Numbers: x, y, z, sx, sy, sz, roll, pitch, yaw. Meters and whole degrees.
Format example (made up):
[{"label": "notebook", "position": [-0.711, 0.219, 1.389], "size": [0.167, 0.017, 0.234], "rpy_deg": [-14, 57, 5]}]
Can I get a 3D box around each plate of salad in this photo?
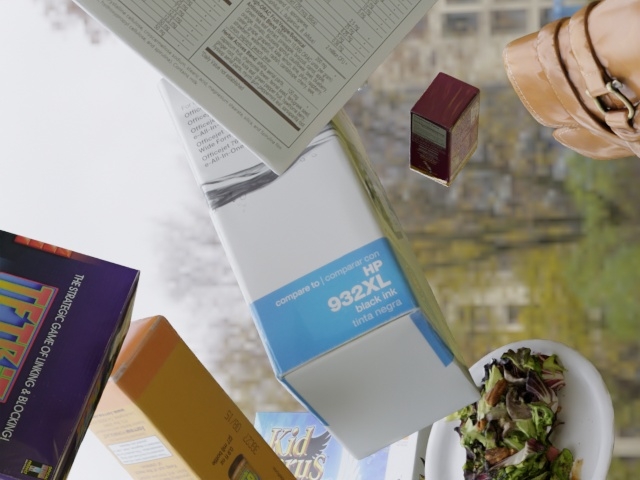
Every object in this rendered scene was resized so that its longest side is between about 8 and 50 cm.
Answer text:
[{"label": "plate of salad", "position": [0.163, 0.176, 1.500], "size": [0.048, 0.200, 0.200], "rpy_deg": [28, -123, -41]}]

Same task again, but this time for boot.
[{"label": "boot", "position": [0.211, -0.147, 1.155], "size": [0.283, 0.220, 0.109], "rpy_deg": [43, -116, -35]}]

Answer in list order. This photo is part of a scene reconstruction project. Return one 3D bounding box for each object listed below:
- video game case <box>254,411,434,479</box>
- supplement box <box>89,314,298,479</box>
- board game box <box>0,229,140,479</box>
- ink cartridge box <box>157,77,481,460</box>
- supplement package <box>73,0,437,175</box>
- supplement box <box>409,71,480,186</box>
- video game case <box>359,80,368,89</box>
[{"label": "video game case", "position": [0.016, 0.296, 1.758], "size": [0.061, 0.269, 0.244], "rpy_deg": [19, -106, -37]}, {"label": "supplement box", "position": [-0.093, 0.169, 1.339], "size": [0.233, 0.080, 0.078], "rpy_deg": [52, -133, -19]}, {"label": "board game box", "position": [-0.182, 0.062, 0.885], "size": [0.170, 0.141, 0.048], "rpy_deg": [-75, 0, -52]}, {"label": "ink cartridge box", "position": [0.000, 0.000, 1.479], "size": [0.307, 0.129, 0.223], "rpy_deg": [66, -173, 29]}, {"label": "supplement package", "position": [-0.032, -0.220, 0.965], "size": [0.198, 0.263, 0.199], "rpy_deg": [40, -176, -34]}, {"label": "supplement box", "position": [0.108, -0.097, 1.526], "size": [0.055, 0.043, 0.083], "rpy_deg": [-52, -22, -28]}, {"label": "video game case", "position": [-0.015, -0.172, 1.342], "size": [0.087, 0.011, 0.122], "rpy_deg": [23, 149, 58]}]
